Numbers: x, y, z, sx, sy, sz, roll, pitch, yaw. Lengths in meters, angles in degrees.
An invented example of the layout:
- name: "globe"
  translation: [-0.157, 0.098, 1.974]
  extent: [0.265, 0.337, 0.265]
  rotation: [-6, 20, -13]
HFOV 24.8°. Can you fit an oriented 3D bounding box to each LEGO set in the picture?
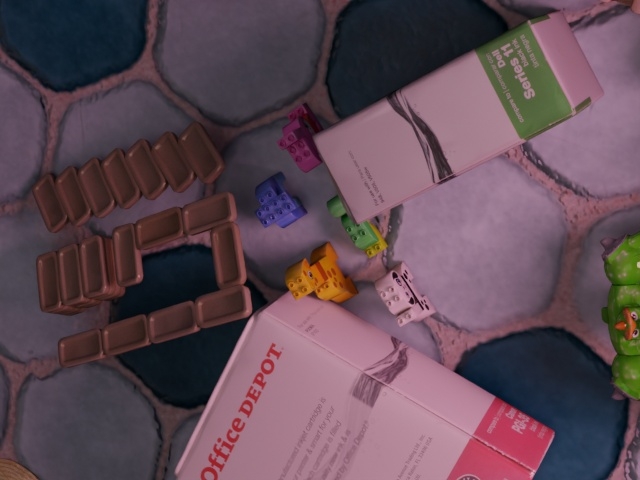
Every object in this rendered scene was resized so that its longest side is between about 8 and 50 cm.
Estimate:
- name: "LEGO set"
  translation: [0.000, 0.000, 1.314]
  extent: [0.087, 0.093, 0.227]
  rotation: [-33, 91, 23]

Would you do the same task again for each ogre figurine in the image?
- name: "ogre figurine"
  translation: [0.299, 0.066, 1.226]
  extent: [0.118, 0.097, 0.197]
  rotation: [-5, 113, 7]

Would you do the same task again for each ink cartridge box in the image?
- name: "ink cartridge box"
  translation: [0.038, 0.198, 1.335]
  extent: [0.283, 0.117, 0.207]
  rotation: [31, 111, 10]
- name: "ink cartridge box"
  translation: [0.116, -0.104, 1.216]
  extent: [0.208, 0.153, 0.087]
  rotation: [-27, 92, 22]

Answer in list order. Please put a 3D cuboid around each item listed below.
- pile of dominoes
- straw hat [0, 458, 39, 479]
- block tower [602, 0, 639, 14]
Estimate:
- name: "pile of dominoes"
  translation: [-0.167, 0.006, 1.377]
  extent: [0.251, 0.040, 0.196]
  rotation: [-17, 74, 32]
- name: "straw hat"
  translation: [-0.345, 0.308, 1.529]
  extent: [0.144, 0.061, 0.144]
  rotation: [4, 104, 18]
- name: "block tower"
  translation: [0.268, -0.229, 1.165]
  extent: [0.335, 0.097, 0.091]
  rotation: [22, 109, 15]
